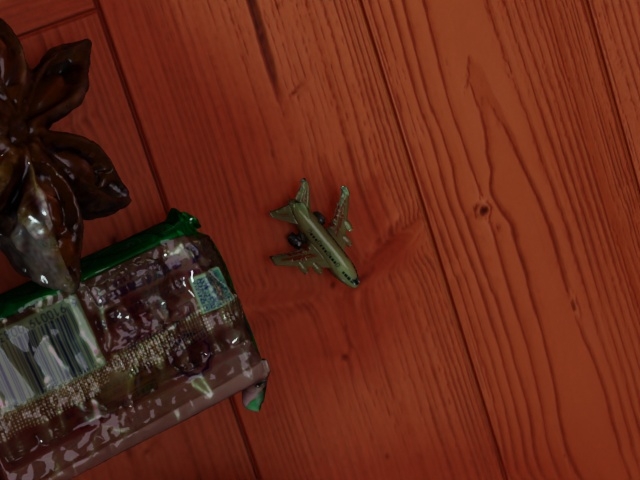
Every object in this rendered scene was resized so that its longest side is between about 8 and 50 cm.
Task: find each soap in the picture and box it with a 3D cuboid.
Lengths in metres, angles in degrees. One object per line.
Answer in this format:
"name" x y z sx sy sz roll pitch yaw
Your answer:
"soap" -0.194 0.095 1.533 0.273 0.098 0.217 -27 106 -25

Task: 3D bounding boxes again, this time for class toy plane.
"toy plane" 0.000 0.000 1.666 0.102 0.040 0.111 -43 113 -18

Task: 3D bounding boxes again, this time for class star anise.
"star anise" -0.247 -0.081 1.480 0.214 0.099 0.220 42 44 -36
